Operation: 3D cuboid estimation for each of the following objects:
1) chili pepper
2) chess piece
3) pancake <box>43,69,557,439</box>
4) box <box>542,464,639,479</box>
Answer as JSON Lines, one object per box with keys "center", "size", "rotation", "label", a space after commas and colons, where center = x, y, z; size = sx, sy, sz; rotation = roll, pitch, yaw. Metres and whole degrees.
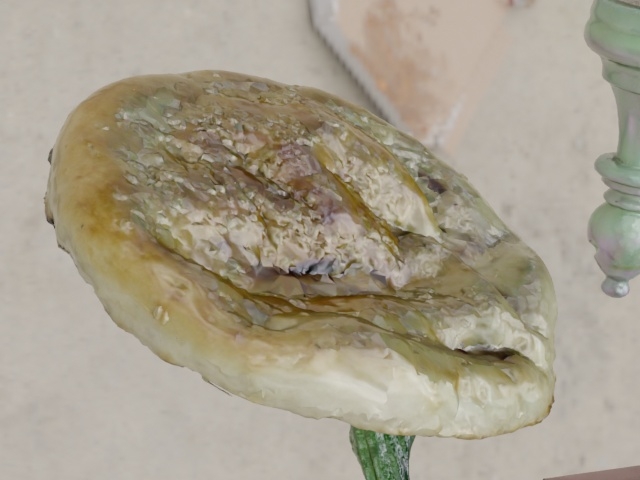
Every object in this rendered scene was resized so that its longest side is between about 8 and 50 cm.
{"center": [0.091, 0.279, 2.104], "size": [0.099, 0.083, 0.253], "rotation": [-29, 109, -61], "label": "chili pepper"}
{"center": [0.280, -0.077, 1.482], "size": [0.139, 0.139, 0.271], "rotation": [-13, 118, -47], "label": "chess piece"}
{"center": [-0.001, -0.001, 1.155], "size": [0.387, 0.387, 0.082], "rotation": [-14, 141, -47], "label": "pancake"}
{"center": [0.384, 0.373, 2.075], "size": [0.086, 0.215, 0.215], "rotation": [-95, 175, -48], "label": "box"}
